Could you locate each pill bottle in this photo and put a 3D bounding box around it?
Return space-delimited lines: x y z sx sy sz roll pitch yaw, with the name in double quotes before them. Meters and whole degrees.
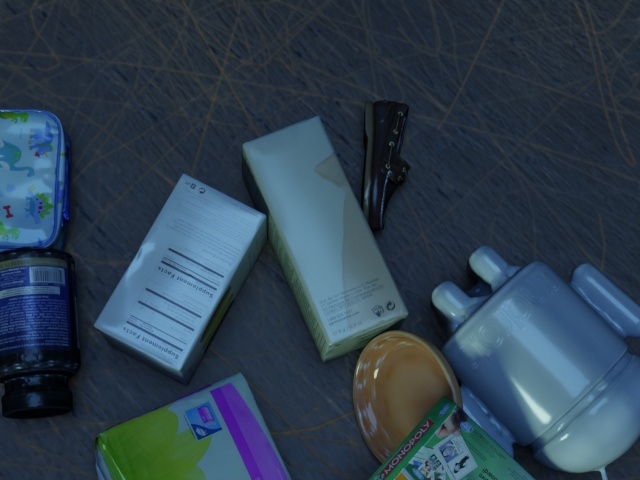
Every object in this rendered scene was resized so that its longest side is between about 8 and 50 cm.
"pill bottle" -0.392 0.128 1.575 0.122 0.123 0.219 -5 74 -4

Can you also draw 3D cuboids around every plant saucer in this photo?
"plant saucer" 0.122 0.219 1.557 0.037 0.200 0.200 -6 71 -41

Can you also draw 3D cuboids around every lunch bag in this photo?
"lunch bag" -0.444 -0.076 1.648 0.176 0.090 0.219 -1 74 -2

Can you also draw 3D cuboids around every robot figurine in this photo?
"robot figurine" 0.303 0.170 1.558 0.300 0.200 0.353 -44 80 -1

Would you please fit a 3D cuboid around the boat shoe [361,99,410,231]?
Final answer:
"boat shoe" 0.096 -0.112 1.695 0.073 0.073 0.207 4 74 0

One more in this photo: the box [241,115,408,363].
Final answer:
"box" 0.000 0.000 1.622 0.121 0.148 0.311 -21 77 -9

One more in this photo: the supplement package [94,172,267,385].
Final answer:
"supplement package" -0.188 0.057 1.598 0.133 0.139 0.244 27 76 6

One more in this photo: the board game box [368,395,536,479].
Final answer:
"board game box" 0.197 0.378 1.483 0.213 0.046 0.317 -47 111 -4

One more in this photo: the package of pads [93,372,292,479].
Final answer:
"package of pads" -0.151 0.353 1.513 0.229 0.101 0.297 -21 75 -23
